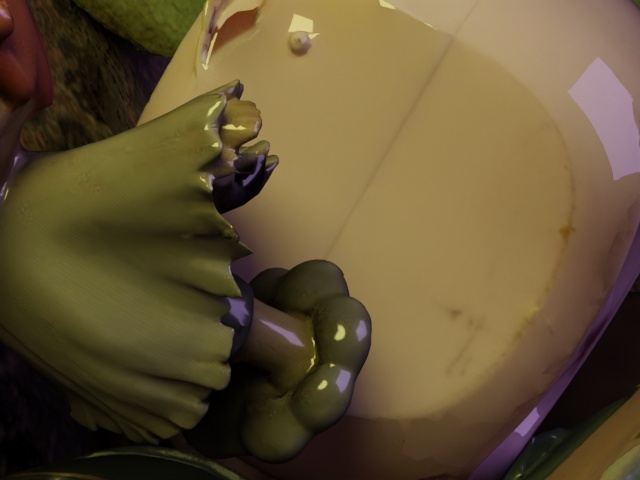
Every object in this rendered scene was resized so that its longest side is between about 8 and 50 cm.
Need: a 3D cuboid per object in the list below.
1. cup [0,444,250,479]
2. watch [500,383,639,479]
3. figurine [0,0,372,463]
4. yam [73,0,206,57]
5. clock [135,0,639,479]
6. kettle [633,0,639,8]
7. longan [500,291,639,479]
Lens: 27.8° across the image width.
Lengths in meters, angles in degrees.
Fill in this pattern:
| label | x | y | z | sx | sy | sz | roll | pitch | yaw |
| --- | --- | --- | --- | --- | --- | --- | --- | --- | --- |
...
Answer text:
| label | x | y | z | sx | sy | sz | roll | pitch | yaw |
| --- | --- | --- | --- | --- | --- | --- | --- | --- | --- |
| cup | -0.052 | 0.150 | 0.416 | 0.176 | 0.223 | 0.169 | -8 | 87 | -82 |
| watch | 0.184 | 0.200 | 0.645 | 0.253 | 0.161 | 0.241 | 41 | -34 | 27 |
| figurine | -0.145 | -0.036 | 0.438 | 0.387 | 0.207 | 0.166 | 35 | 65 | -34 |
| yam | -0.086 | -0.232 | 0.896 | 0.168 | 0.168 | 0.304 | 61 | 18 | -18 |
| clock | 0.061 | -0.017 | 0.752 | 0.250 | 0.368 | 0.376 | 31 | 8 | 8 |
| kettle | 0.180 | -0.291 | 1.424 | 0.361 | 0.376 | 0.250 | 65 | 17 | -9 |
| longan | 0.250 | 0.229 | 1.061 | 0.404 | 0.336 | 0.405 | 10 | 72 | -32 |
